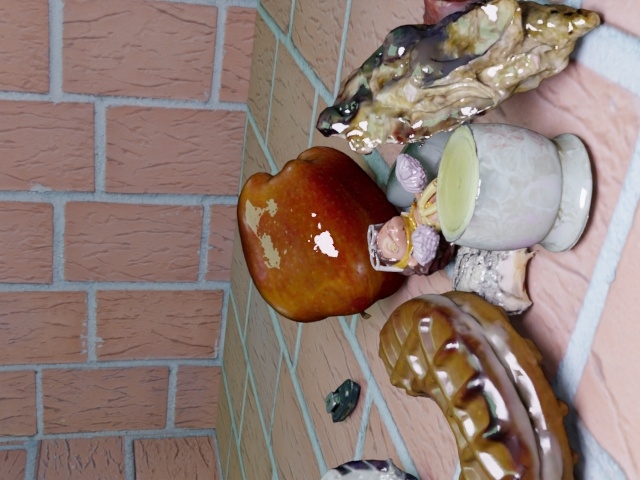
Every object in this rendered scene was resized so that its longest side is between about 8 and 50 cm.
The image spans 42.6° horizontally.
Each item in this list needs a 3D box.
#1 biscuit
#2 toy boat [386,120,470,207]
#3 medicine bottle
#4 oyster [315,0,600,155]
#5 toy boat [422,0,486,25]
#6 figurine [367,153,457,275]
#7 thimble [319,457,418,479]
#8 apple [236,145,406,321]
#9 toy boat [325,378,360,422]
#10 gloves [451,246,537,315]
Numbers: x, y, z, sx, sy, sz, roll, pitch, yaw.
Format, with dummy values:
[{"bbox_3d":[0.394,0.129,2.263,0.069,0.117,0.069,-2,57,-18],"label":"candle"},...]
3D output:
[{"bbox_3d":[0.190,0.222,1.002,0.268,0.115,0.366,110,142,-54],"label":"biscuit"},{"bbox_3d":[0.164,-0.129,1.312,0.260,0.078,0.085,117,175,-58],"label":"toy boat"},{"bbox_3d":[0.221,-0.059,0.949,0.147,0.143,0.147,-175,90,-78],"label":"medicine bottle"},{"bbox_3d":[0.149,-0.209,0.996,0.361,0.096,0.221,3,62,47],"label":"oyster"},{"bbox_3d":[0.187,-0.424,1.100,0.282,0.096,0.206,84,-162,-47],"label":"toy boat"},{"bbox_3d":[0.162,-0.031,1.228,0.240,0.116,0.174,124,142,-54],"label":"figurine"},{"bbox_3d":[0.082,0.478,1.310,0.150,0.237,0.237,102,162,-45],"label":"thimble"},{"bbox_3d":[0.000,0.000,1.454,0.316,0.288,0.288,62,164,-1],"label":"apple"},{"bbox_3d":[0.050,0.335,1.740,0.141,0.060,0.055,115,154,-50],"label":"toy boat"},{"bbox_3d":[0.219,0.040,1.088,0.153,0.070,0.114,-165,76,-75],"label":"gloves"}]
